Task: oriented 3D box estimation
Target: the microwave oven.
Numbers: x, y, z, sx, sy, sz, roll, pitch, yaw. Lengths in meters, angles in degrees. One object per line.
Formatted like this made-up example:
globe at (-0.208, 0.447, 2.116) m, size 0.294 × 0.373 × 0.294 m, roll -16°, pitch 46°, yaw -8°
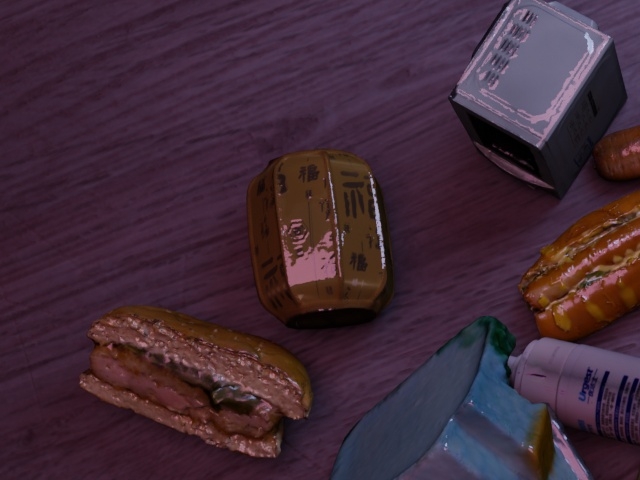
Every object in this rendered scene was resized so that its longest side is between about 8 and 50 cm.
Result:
microwave oven at (0.234, -0.155, 1.722) m, size 0.122 × 0.208 × 0.162 m, roll 31°, pitch 86°, yaw 19°

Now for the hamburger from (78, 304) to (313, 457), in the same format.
hamburger at (-0.124, 0.142, 1.788) m, size 0.262 × 0.131 × 0.124 m, roll 21°, pitch 118°, yaw 13°

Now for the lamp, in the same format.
lamp at (0.000, 0.000, 1.778) m, size 0.161 × 0.161 × 0.185 m, roll -9°, pitch 76°, yaw 12°

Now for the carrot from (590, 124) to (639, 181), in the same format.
carrot at (0.413, -0.108, 1.740) m, size 0.248 × 0.059 × 0.059 m, roll -10°, pitch 75°, yaw 15°

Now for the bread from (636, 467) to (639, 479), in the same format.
bread at (0.472, 0.265, 1.651) m, size 0.301 × 0.045 × 0.301 m, roll -3°, pitch 75°, yaw 13°

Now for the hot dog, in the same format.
hot dog at (0.335, 0.009, 1.734) m, size 0.269 × 0.072 × 0.115 m, roll -35°, pitch 63°, yaw 5°

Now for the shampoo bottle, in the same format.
shampoo bottle at (0.312, 0.163, 1.670) m, size 0.303 × 0.092 × 0.092 m, roll 12°, pitch 80°, yaw 31°

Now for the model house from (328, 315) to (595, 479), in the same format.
model house at (0.168, 0.269, 1.641) m, size 0.249 × 0.230 × 0.280 m, roll 38°, pitch 125°, yaw -11°
